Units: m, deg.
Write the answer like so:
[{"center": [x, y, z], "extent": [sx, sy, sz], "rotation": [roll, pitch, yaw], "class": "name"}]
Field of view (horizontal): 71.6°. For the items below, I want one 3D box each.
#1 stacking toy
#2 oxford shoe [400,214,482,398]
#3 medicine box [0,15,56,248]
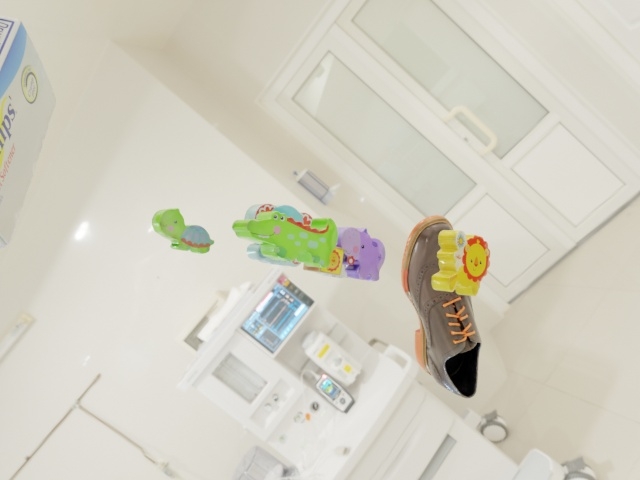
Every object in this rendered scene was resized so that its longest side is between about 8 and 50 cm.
[{"center": [0.000, 0.000, 0.349], "extent": [0.167, 0.221, 0.052], "rotation": [2, 81, 51], "class": "stacking toy"}, {"center": [0.180, 0.095, 0.606], "extent": [0.097, 0.271, 0.098], "rotation": [-22, 27, -12], "class": "oxford shoe"}, {"center": [-0.524, -0.142, 0.533], "extent": [0.149, 0.289, 0.263], "rotation": [114, 157, -60], "class": "medicine box"}]
